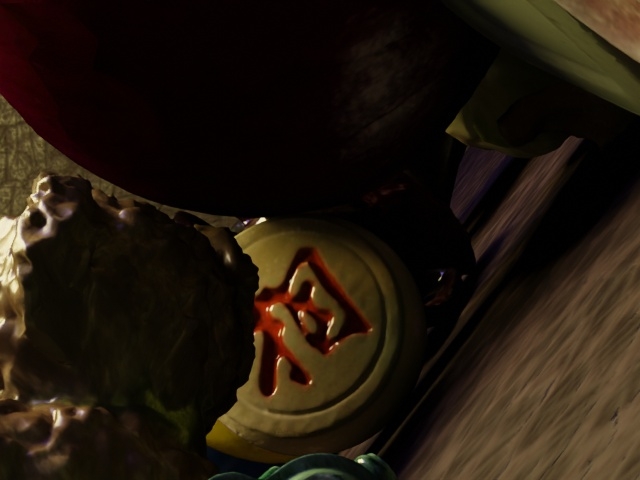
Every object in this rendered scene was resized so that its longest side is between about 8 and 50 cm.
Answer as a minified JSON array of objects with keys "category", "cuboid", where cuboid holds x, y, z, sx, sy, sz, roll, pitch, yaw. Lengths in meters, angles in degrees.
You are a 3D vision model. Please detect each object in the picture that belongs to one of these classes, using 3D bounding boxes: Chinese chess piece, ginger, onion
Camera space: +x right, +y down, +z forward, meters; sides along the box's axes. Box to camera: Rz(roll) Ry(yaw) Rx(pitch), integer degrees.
[{"category":"Chinese chess piece","cuboid":[-0.007,0.047,0.873,0.122,0.122,0.051,-52,-18,-2]},{"category":"ginger","cuboid":[0.136,-0.062,0.847,0.097,0.048,0.030,-25,-43,-1]},{"category":"onion","cuboid":[-0.038,-0.142,0.800,0.336,0.282,0.260,82,-172,-45]}]

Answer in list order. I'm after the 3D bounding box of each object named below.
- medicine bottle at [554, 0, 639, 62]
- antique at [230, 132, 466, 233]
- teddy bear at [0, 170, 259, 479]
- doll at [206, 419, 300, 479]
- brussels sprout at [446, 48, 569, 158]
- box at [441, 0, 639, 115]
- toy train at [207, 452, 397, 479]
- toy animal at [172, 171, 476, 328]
[{"category":"medicine bottle","cuboid":[0.143,-0.163,0.453,0.247,0.147,0.147,-53,0,4]},{"category":"antique","cuboid":[0.037,-0.094,1.394,0.322,0.185,0.255,126,156,-64]},{"category":"teddy bear","cuboid":[-0.148,0.129,0.765,0.296,0.222,0.246,-41,-42,15]},{"category":"doll","cuboid":[-0.069,0.094,1.144,0.311,0.160,0.242,-111,27,-58]},{"category":"brussels sprout","cuboid":[0.127,-0.132,0.968,0.183,0.131,0.145,-48,-7,6]},{"category":"box","cuboid":[0.097,-0.268,0.570,0.344,0.352,0.177,-55,37,0]},{"category":"toy train","cuboid":[-0.026,0.114,0.553,0.104,0.071,0.178,-41,-5,-16]},{"category":"toy animal","cuboid":[0.006,0.001,1.026,0.116,0.218,0.179,-50,-41,11]}]
